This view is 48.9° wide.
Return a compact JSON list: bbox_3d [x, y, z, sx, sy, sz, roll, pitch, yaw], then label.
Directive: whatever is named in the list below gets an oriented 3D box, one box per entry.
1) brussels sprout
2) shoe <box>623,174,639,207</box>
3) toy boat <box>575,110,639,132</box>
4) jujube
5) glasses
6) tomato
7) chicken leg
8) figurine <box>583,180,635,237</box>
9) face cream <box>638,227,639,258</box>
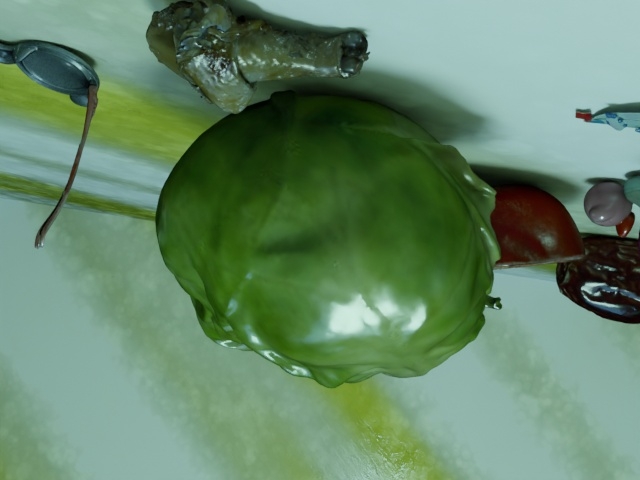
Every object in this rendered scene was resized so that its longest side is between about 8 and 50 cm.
[{"bbox_3d":[-0.006,-0.017,0.876,0.425,0.343,0.361,-1,142,39],"label":"brussels sprout"},{"bbox_3d":[0.537,-0.020,0.969,0.250,0.100,0.103,16,-179,9],"label":"shoe"},{"bbox_3d":[0.345,-0.126,0.725,0.149,0.034,0.105,21,179,10],"label":"toy boat"},{"bbox_3d":[0.645,0.085,1.525,0.243,0.184,0.183,16,174,-2],"label":"jujube"},{"bbox_3d":[-0.388,-0.115,0.798,0.234,0.269,0.118,13,154,-21],"label":"glasses"},{"bbox_3d":[0.258,-0.016,1.154,0.338,0.144,0.338,-8,177,0],"label":"tomato"},{"bbox_3d":[-0.061,-0.170,0.654,0.196,0.081,0.125,11,161,-24],"label":"chicken leg"},{"bbox_3d":[0.427,-0.055,1.044,0.071,0.083,0.067,18,131,-3],"label":"figurine"},{"bbox_3d":[0.510,0.005,0.827,0.194,0.175,0.175,21,172,-12],"label":"face cream"}]
